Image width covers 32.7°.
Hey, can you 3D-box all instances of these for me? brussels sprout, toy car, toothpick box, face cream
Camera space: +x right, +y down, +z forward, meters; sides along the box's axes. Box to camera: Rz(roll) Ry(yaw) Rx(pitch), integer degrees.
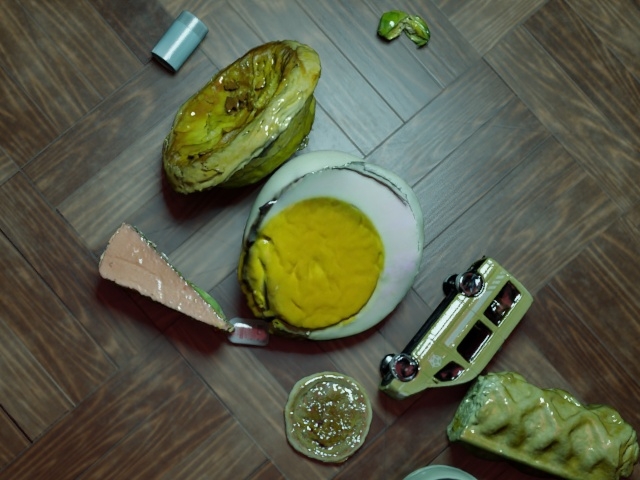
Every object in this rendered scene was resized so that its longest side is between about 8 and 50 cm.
[{"bbox_3d":[0.132,-0.336,1.723,0.083,0.046,0.051,10,78,-12],"label":"brussels sprout"},{"bbox_3d":[0.200,0.148,1.630,0.124,0.101,0.256,39,81,-1],"label":"toy car"},{"bbox_3d":[-0.218,-0.308,1.689,0.052,0.052,0.083,37,83,2],"label":"toothpick box"},{"bbox_3d":[-0.119,0.137,1.651,0.083,0.021,0.040,6,82,-3],"label":"face cream"}]

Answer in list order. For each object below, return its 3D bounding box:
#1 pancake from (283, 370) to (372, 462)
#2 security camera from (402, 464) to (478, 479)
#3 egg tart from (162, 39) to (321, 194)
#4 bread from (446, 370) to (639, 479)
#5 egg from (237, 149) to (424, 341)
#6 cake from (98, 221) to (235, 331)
[{"bbox_3d":[0.010,0.264,1.641,0.139,0.022,0.139,0,82,-3],"label":"pancake"},{"bbox_3d":[0.118,0.421,1.544,0.277,0.191,0.197,-21,83,-7],"label":"security camera"},{"bbox_3d":[-0.105,-0.166,1.599,0.290,0.290,0.115,-49,119,-8],"label":"egg tart"},{"bbox_3d":[0.332,0.283,1.597,0.268,0.152,0.130,19,60,-2],"label":"bread"},{"bbox_3d":[0.005,-0.001,1.610,0.264,0.174,0.286,4,109,-16],"label":"egg"},{"bbox_3d":[-0.226,0.079,1.598,0.225,0.109,0.090,42,83,10],"label":"cake"}]
